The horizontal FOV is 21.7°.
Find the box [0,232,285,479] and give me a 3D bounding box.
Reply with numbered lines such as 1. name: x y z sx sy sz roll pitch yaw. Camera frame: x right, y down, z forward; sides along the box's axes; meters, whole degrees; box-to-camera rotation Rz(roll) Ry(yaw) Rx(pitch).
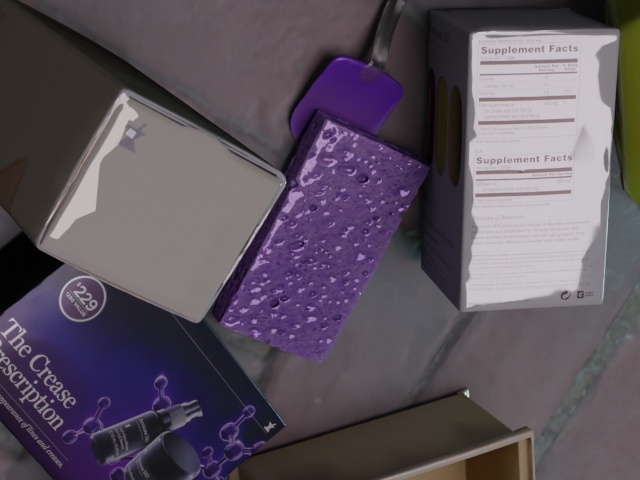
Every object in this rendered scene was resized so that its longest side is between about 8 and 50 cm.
1. box: -0.179 0.111 1.405 0.184 0.103 0.261 -41 122 -10

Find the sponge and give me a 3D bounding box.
1. sponge: 0.000 0.000 1.482 0.117 0.031 0.210 22 104 -30

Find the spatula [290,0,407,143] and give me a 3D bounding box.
1. spatula: 0.068 -0.203 1.446 0.084 0.030 0.296 23 98 -31

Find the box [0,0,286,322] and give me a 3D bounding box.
1. box: -0.168 -0.070 1.214 0.148 0.311 0.121 28 95 -32

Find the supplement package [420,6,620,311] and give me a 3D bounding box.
1. supplement package: 0.170 -0.075 1.463 0.134 0.139 0.244 -3 106 -11

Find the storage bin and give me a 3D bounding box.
1. storage bin: 0.063 0.305 1.585 0.262 0.123 0.260 -15 115 -21

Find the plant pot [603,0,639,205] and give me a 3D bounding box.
1. plant pot: 0.362 -0.151 1.488 0.207 0.227 0.228 -5 116 7
